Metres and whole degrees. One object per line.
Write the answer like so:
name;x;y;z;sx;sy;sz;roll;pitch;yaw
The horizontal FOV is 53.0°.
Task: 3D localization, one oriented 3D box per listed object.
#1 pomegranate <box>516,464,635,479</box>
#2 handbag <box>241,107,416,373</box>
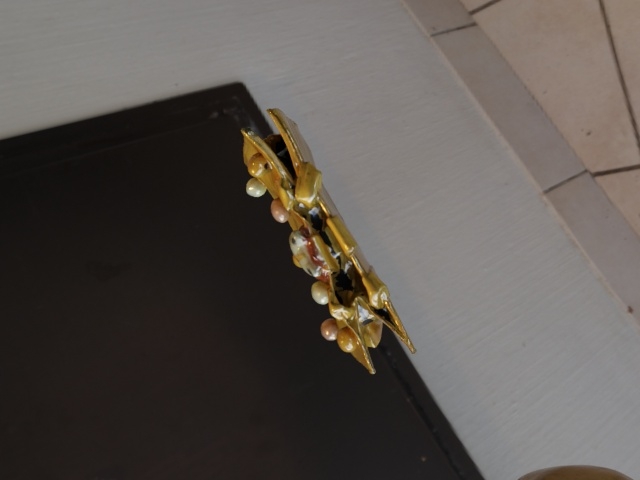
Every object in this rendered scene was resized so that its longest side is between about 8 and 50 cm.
pomegranate;0.311;0.374;0.758;0.233;0.233;0.233;33;135;41
handbag;0.000;0.000;0.999;0.401;0.133;0.283;62;176;-2
